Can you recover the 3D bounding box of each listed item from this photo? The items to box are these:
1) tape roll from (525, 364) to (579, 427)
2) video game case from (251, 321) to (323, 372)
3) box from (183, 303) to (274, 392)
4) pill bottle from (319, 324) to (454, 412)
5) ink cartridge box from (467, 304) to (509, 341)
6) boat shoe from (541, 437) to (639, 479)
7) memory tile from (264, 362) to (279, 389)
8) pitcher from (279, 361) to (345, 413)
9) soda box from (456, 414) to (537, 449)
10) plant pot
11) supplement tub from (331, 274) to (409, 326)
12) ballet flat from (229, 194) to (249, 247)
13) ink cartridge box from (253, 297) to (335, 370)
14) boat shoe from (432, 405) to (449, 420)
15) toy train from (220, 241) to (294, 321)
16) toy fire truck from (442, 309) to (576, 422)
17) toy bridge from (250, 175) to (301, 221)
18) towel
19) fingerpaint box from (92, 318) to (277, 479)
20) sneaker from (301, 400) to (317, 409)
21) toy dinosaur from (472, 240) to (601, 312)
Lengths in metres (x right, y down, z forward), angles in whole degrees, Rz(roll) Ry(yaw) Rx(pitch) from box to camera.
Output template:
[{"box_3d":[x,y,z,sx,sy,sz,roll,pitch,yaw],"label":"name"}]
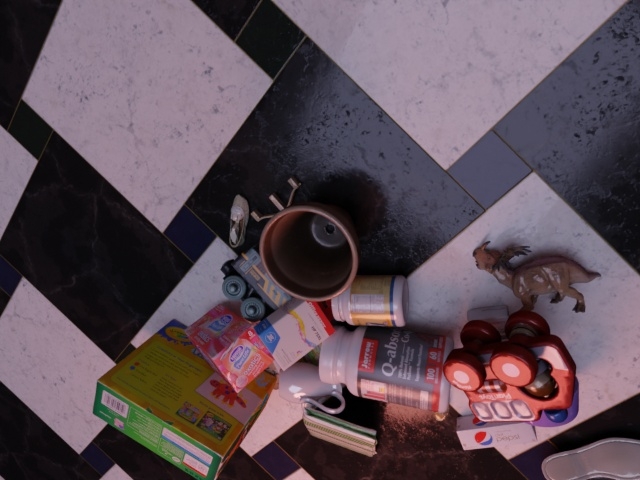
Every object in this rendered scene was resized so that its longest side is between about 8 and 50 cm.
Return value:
[{"box_3d":[0.583,0.402,1.224,0.189,0.189,0.080,-3,110,20],"label":"tape roll"},{"box_3d":[-0.093,0.324,1.510,0.206,0.026,0.227,-22,101,21],"label":"video game case"},{"box_3d":[-0.287,0.320,1.419,0.300,0.154,0.142,11,134,58],"label":"box"},{"box_3d":[0.192,0.358,1.329,0.363,0.210,0.210,5,112,17],"label":"pill bottle"},{"box_3d":[0.480,0.266,1.277,0.109,0.063,0.150,-12,106,23],"label":"ink cartridge box"},{"box_3d":[0.790,0.628,1.300,0.302,0.091,0.114,-18,60,25],"label":"boat shoe"},{"box_3d":[-0.130,0.488,1.600,0.148,0.012,0.113,27,116,7],"label":"memory tile"},{"box_3d":[-0.027,0.464,1.433,0.207,0.178,0.125,1,119,-2],"label":"pitcher"},{"box_3d":[0.524,0.565,1.375,0.216,0.069,0.074,-19,102,23],"label":"soda box"},{"box_3d":[0.000,0.000,1.245,0.263,0.229,0.263,7,112,17],"label":"plant pot"},{"box_3d":[0.144,0.171,1.310,0.199,0.144,0.144,-2,110,20],"label":"supplement tub"},{"box_3d":[-0.252,-0.056,1.409,0.057,0.052,0.168,12,113,15],"label":"ballet flat"},{"box_3d":[-0.055,0.238,1.303,0.231,0.078,0.134,-36,107,-12],"label":"ink cartridge box"},{"box_3d":[0.371,0.499,1.413,0.056,0.048,0.153,10,113,15],"label":"boat shoe"},{"box_3d":[-0.153,0.162,1.400,0.190,0.142,0.334,-43,87,11],"label":"toy train"},{"box_3d":[0.463,0.328,1.106,0.302,0.169,0.254,-24,102,44],"label":"toy fire truck"},{"box_3d":[-0.123,-0.112,1.358,0.188,0.026,0.063,-37,98,27],"label":"toy bridge"},{"box_3d":[0.067,0.622,1.477,0.248,0.038,0.325,13,150,14],"label":"towel"},{"box_3d":[-0.427,0.507,1.502,0.445,0.371,0.163,26,118,9],"label":"fingerpaint box"},{"box_3d":[-0.019,0.528,1.552,0.075,0.057,0.161,9,110,22],"label":"sneaker"},{"box_3d":[0.551,0.083,1.155,0.295,0.127,0.200,-12,99,17],"label":"toy dinosaur"}]
